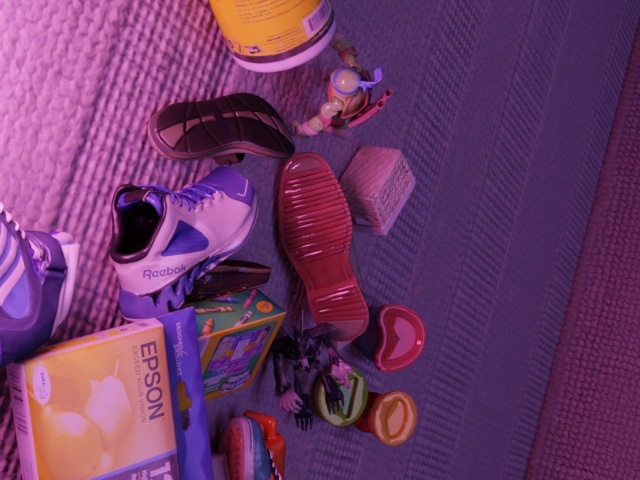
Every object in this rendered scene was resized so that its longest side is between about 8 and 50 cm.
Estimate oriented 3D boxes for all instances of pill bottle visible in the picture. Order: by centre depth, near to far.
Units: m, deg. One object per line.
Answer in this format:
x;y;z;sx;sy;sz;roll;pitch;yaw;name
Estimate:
-0.105;-0.444;1.704;0.188;0.188;0.334;-59;144;-32;pill bottle

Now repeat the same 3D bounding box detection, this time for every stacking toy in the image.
0.085;0.283;2.409;0.279;0.130;0.309;13;85;-34;stacking toy

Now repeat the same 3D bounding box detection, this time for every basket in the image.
0.110;-0.108;2.263;0.167;0.113;0.103;-59;143;-32;basket

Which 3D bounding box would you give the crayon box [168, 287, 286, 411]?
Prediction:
-0.191;0.185;1.808;0.278;0.081;0.165;-11;133;-57;crayon box

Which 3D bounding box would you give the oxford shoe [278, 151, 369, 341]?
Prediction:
0.000;0.000;2.134;0.146;0.140;0.397;-92;172;-65;oxford shoe

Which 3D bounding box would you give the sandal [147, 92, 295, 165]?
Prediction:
-0.168;-0.175;1.794;0.303;0.086;0.120;-5;67;-43;sandal

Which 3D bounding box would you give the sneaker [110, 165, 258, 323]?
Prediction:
-0.221;-0.035;1.699;0.315;0.127;0.182;-52;143;-36;sneaker

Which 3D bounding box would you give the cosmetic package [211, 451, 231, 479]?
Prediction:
-0.272;0.458;1.754;0.309;0.113;0.160;-13;93;-58;cosmetic package

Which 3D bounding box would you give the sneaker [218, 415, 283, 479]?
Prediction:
-0.104;0.439;1.904;0.121;0.108;0.302;-11;110;-29;sneaker

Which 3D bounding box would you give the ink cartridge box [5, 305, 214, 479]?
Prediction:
-0.281;0.275;1.561;0.307;0.072;0.303;-13;104;-35;ink cartridge box

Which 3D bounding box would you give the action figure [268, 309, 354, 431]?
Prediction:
-0.018;0.260;2.121;0.164;0.141;0.275;-22;138;-5;action figure

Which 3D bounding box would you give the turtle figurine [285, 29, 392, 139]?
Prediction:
-0.005;-0.290;2.017;0.266;0.275;0.197;29;50;-79;turtle figurine

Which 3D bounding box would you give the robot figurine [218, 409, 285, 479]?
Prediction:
-0.128;0.430;2.014;0.158;0.128;0.219;-126;-141;-76;robot figurine

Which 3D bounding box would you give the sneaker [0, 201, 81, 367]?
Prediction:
-0.415;-0.001;1.395;0.236;0.130;0.322;-44;133;-57;sneaker

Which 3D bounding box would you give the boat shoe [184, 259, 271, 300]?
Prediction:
-0.164;0.071;1.894;0.207;0.073;0.073;2;99;-53;boat shoe
